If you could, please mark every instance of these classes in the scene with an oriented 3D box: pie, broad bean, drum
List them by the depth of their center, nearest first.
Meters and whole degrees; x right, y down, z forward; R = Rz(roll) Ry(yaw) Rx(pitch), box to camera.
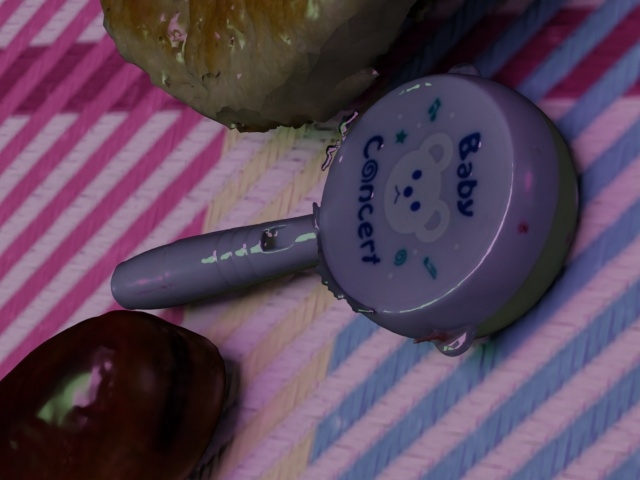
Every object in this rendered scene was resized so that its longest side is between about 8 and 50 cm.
[{"bbox_3d":[0.005,-0.020,0.893,0.253,0.049,0.130,6,78,44],"label":"drum"},{"bbox_3d":[-0.026,-0.201,0.922,0.371,0.078,0.296,51,129,50],"label":"pie"},{"bbox_3d":[-0.120,0.096,0.945,0.165,0.084,0.114,-30,39,39],"label":"broad bean"}]
